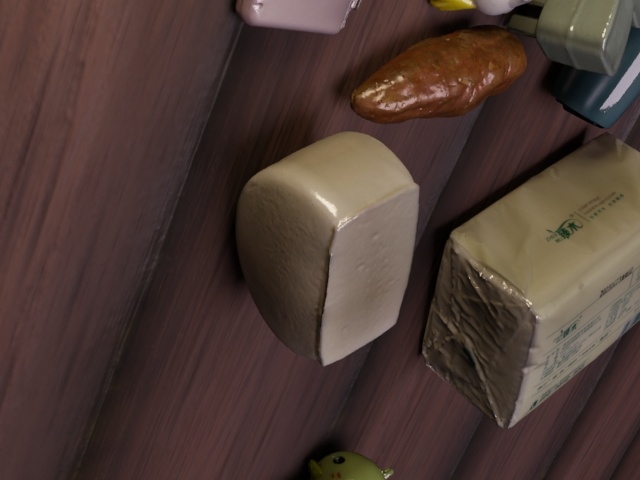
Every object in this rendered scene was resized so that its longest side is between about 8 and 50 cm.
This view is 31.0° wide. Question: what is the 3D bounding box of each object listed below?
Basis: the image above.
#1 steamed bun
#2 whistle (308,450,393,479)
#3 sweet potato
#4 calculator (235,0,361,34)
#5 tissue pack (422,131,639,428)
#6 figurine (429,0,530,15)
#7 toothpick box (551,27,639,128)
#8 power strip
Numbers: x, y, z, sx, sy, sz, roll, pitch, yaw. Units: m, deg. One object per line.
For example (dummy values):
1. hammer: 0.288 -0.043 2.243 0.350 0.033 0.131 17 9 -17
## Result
1. steamed bun: 0.000 0.000 1.249 0.146 0.164 0.241 -29 143 -32
2. whistle: -0.020 0.393 1.685 0.294 0.141 0.141 -14 134 -23
3. sweet potato: 0.132 -0.183 1.318 0.252 0.097 0.097 -25 139 -32
4. calculator: -0.015 -0.249 1.108 0.175 0.032 0.100 -5 125 -51
5. tissue pack: 0.352 0.057 1.734 0.380 0.207 0.297 -31 145 -31
6. figurine: 0.178 -0.324 1.245 0.130 0.109 0.178 -21 138 -8
7. toothpick box: 0.403 -0.249 1.585 0.120 0.120 0.184 9 116 -56
8. power strip: 0.337 -0.345 1.424 0.261 0.141 0.229 -66 151 -7
